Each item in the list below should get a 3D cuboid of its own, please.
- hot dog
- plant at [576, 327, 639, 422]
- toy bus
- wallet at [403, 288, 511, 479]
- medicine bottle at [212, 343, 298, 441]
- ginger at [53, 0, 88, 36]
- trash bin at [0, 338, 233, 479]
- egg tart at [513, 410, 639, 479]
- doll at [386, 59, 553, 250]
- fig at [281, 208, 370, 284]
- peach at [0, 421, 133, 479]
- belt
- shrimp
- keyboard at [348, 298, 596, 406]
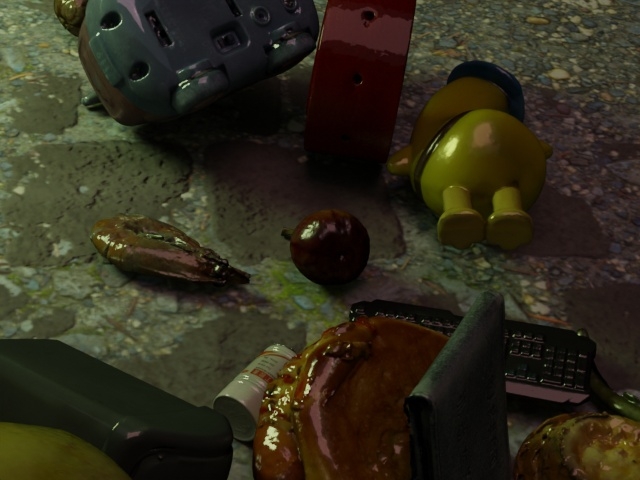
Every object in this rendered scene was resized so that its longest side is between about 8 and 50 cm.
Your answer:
[{"bbox_3d":[0.026,0.161,1.104,0.153,0.150,0.257,41,46,0],"label":"hot dog"},{"bbox_3d":[0.427,0.202,1.208,0.333,0.180,0.251,-13,39,26],"label":"plant"},{"bbox_3d":[-0.163,-0.252,1.515,0.294,0.232,0.197,-31,90,-31],"label":"toy bus"},{"bbox_3d":[0.125,0.174,1.065,0.036,0.222,0.167,12,36,27],"label":"wallet"},{"bbox_3d":[-0.057,0.147,1.186,0.057,0.057,0.089,28,44,22],"label":"medicine bottle"},{"bbox_3d":[-0.298,-0.357,1.698,0.080,0.104,0.204,31,59,3],"label":"ginger"},{"bbox_3d":[-0.193,0.168,1.058,0.236,0.101,0.176,23,6,22],"label":"trash bin"},{"bbox_3d":[0.273,0.225,1.145,0.191,0.074,0.191,3,40,-3],"label":"egg tart"},{"bbox_3d":[0.178,-0.115,1.472,0.199,0.145,0.363,2,34,0],"label":"doll"},{"bbox_3d":[0.000,0.000,1.362,0.088,0.089,0.125,-11,21,-21],"label":"fig"},{"bbox_3d":[-0.234,0.272,0.829,0.315,0.281,0.314,-18,51,31],"label":"peach"},{"bbox_3d":[0.056,-0.239,1.525,0.115,0.227,0.324,11,42,-1],"label":"belt"},{"bbox_3d":[-0.163,0.010,1.340,0.190,0.042,0.101,19,34,14],"label":"shrimp"},{"bbox_3d":[0.152,0.113,1.269,0.262,0.016,0.106,9,40,11],"label":"keyboard"}]
